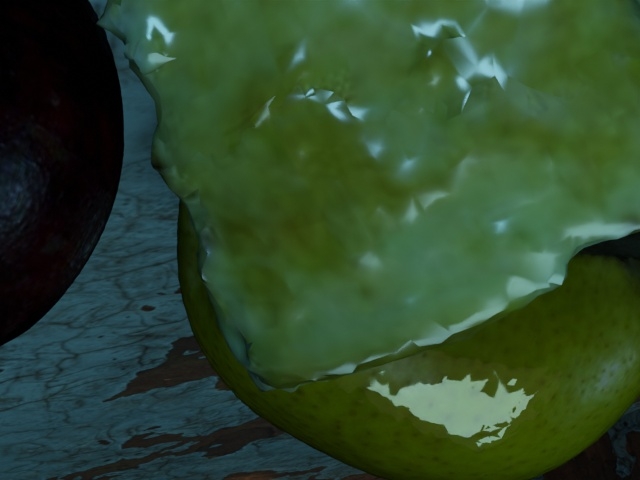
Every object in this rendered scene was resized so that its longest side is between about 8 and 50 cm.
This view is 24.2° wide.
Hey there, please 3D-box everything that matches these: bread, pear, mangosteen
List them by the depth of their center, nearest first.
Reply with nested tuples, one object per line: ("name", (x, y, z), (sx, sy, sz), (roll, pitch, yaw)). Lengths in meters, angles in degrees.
("bread", (0.074, -0.119, 0.581), (0.264, 0.239, 0.395), (-22, -177, 10))
("mangosteen", (-0.204, -0.057, 0.630), (0.228, 0.228, 0.265), (-18, 153, 8))
("pear", (0.077, 0.067, 1.045), (0.386, 0.191, 0.340), (5, -174, -38))
